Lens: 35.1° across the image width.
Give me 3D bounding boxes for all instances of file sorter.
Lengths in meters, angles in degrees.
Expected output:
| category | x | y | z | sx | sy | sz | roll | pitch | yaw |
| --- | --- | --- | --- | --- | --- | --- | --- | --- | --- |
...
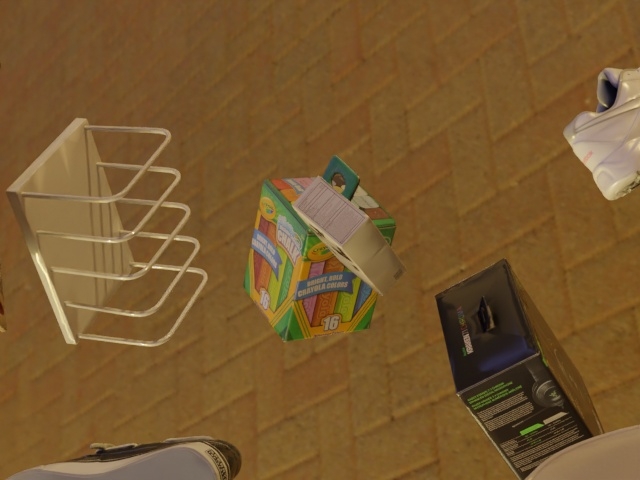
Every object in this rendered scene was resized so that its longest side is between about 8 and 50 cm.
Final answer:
| category | x | y | z | sx | sy | sz | roll | pitch | yaw |
| --- | --- | --- | --- | --- | --- | --- | --- | --- | --- |
| file sorter | -0.290 | -0.006 | 1.466 | 0.173 | 0.278 | 0.193 | 6 | 39 | 20 |

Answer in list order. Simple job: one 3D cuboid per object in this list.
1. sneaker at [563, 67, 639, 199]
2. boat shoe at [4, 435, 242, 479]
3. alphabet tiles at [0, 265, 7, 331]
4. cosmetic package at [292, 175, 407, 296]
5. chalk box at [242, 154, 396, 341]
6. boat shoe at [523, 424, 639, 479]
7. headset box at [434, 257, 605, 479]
| category | x | y | z | sx | sy | sz | roll | pitch | yaw |
| --- | --- | --- | --- | --- | --- | --- | --- | --- | --- |
| sneaker | 0.345 | -0.146 | 1.036 | 0.115 | 0.232 | 0.090 | 50 | 157 | 13 |
| boat shoe | -0.238 | 0.286 | 1.173 | 0.306 | 0.105 | 0.113 | -21 | 88 | 15 |
| alphabet tiles | -0.469 | -0.036 | 1.297 | 0.285 | 0.011 | 0.343 | 78 | 178 | -64 |
| cosmetic package | 0.045 | 0.000 | 1.424 | 0.060 | 0.239 | 0.099 | -47 | 64 | -2 |
| chalk box | 0.000 | 0.000 | 1.737 | 0.180 | 0.179 | 0.289 | 48 | 135 | 47 |
| boat shoe | 0.212 | 0.276 | 0.910 | 0.335 | 0.096 | 0.112 | -28 | 25 | -7 |
| headset box | 0.293 | 0.200 | 1.494 | 0.131 | 0.283 | 0.246 | -30 | 26 | 15 |
